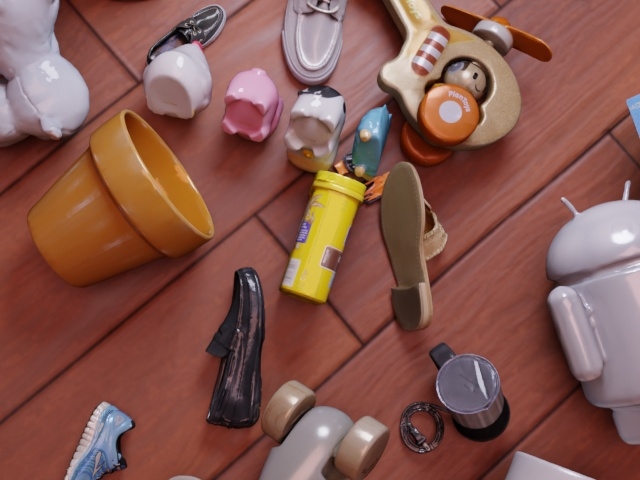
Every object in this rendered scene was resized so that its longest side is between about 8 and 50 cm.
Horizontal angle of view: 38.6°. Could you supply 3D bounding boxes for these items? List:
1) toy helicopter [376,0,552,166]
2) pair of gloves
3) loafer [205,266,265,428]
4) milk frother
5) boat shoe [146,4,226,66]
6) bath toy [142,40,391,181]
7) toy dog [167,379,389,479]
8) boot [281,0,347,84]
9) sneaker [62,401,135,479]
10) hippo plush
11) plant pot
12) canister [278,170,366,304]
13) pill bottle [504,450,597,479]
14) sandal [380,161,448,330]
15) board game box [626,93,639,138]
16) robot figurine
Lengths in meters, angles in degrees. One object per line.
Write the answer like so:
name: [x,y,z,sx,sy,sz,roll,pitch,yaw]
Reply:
toy helicopter: [0.172,-0.298,1.322,0.235,0.140,0.355,-29,84,-11]
pair of gloves: [0.068,-0.098,1.346,0.074,0.010,0.083,-34,84,-8]
loafer: [-0.119,0.147,1.261,0.078,0.076,0.223,4,86,-13]
milk frother: [0.176,0.229,1.250,0.129,0.135,0.143,32,76,30]
boat shoe: [-0.194,-0.296,1.330,0.142,0.040,0.049,-42,88,-9]
bath toy: [-0.074,-0.187,1.287,0.348,0.151,0.129,19,46,1]
toy dog: [-0.041,0.345,1.212,0.333,0.161,0.220,-41,61,1]
boot: [-0.003,-0.363,1.316,0.095,0.123,0.258,4,82,-5]
sneaker: [-0.299,0.304,1.231,0.073,0.063,0.162,23,81,-6]
hippo plush: [-0.401,-0.258,1.251,0.294,0.234,0.237,-14,115,7]
plant pot: [-0.276,-0.038,1.221,0.188,0.205,0.205,-33,87,6]
canister: [0.000,0.000,1.269,0.073,0.126,0.170,19,83,-3]
pill bottle: [0.278,0.477,1.194,0.204,0.204,0.361,22,82,-3]
sandal: [0.146,0.007,1.320,0.079,0.088,0.240,-4,90,-38]
board game box: [0.504,-0.130,1.306,0.039,0.211,0.160,-22,84,32]
robot figurine: [0.433,0.096,1.260,0.300,0.199,0.354,-11,83,-37]
